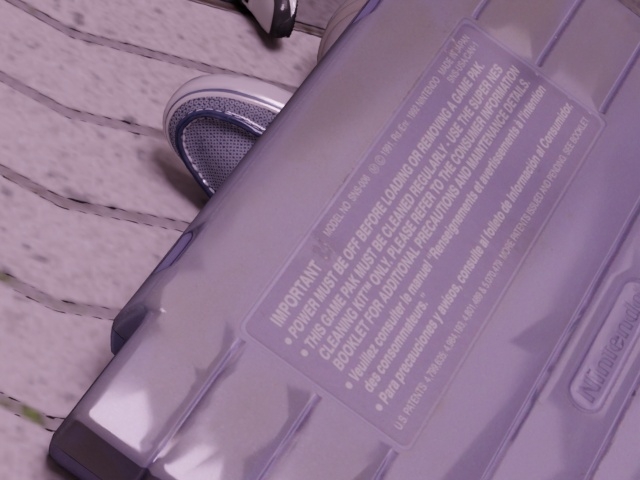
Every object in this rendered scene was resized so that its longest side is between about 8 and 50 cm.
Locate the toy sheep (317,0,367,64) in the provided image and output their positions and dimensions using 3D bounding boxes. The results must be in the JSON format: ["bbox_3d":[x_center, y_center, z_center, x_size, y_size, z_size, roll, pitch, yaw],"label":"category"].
[{"bbox_3d":[0.042,-0.100,0.916,0.091,0.091,0.132,36,20,-1],"label":"toy sheep"}]

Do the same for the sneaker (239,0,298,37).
[{"bbox_3d":[-0.046,-0.154,0.947,0.043,0.040,0.109,-8,48,-26],"label":"sneaker"}]

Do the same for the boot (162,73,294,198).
[{"bbox_3d":[0.000,0.000,0.764,0.190,0.069,0.086,34,33,-6],"label":"boot"}]

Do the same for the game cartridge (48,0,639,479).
[{"bbox_3d":[0.067,0.020,0.718,0.230,0.068,0.355,34,55,3],"label":"game cartridge"}]
